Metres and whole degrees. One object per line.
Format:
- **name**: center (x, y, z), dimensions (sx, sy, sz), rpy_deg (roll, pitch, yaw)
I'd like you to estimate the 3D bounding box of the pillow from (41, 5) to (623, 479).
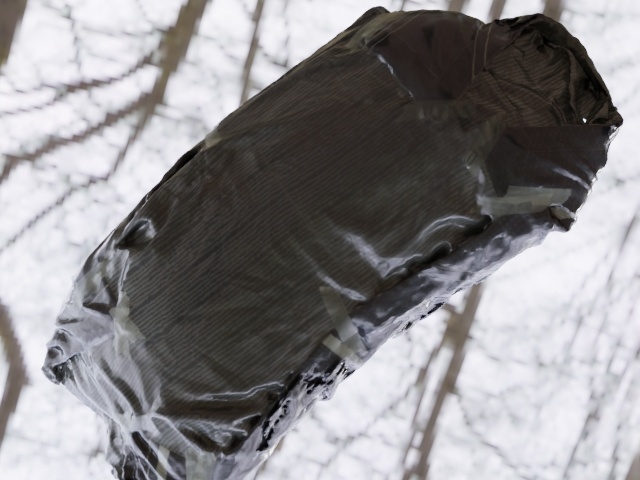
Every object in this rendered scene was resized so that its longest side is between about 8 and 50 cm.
- **pillow**: center (0.000, 0.000, 0.983), dimensions (0.161, 0.335, 0.092), rpy_deg (53, -170, 14)
